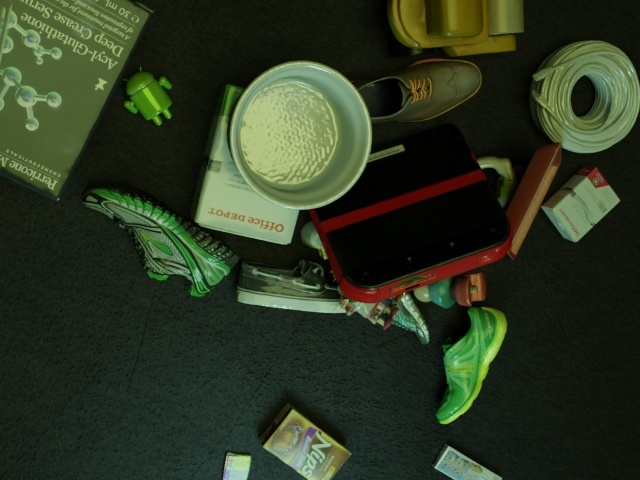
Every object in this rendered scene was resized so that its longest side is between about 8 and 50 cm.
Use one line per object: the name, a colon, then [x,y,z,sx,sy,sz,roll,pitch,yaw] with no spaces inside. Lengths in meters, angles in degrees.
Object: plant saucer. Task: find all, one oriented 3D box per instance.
plant saucer: [0.463,-0.089,1.929,0.047,0.258,0.259,27,92,16]

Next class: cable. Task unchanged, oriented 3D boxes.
cable: [0.609,-0.330,1.987,0.257,0.089,0.257,-35,107,-8]

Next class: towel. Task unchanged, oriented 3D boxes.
towel: [-0.190,0.521,1.949,0.060,0.009,0.083,8,98,-18]

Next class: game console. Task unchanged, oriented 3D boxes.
game console: [0.181,-0.063,1.823,0.386,0.060,0.342,-18,60,-9]

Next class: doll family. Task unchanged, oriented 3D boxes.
doll family: [0.113,0.069,1.860,0.163,0.118,0.263,36,66,-4]

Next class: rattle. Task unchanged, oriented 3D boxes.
rattle: [0.357,-0.136,1.982,0.199,0.143,0.130,-18,117,25]

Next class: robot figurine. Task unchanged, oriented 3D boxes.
robot figurine: [-0.346,-0.290,1.736,0.101,0.067,0.115,-34,107,5]

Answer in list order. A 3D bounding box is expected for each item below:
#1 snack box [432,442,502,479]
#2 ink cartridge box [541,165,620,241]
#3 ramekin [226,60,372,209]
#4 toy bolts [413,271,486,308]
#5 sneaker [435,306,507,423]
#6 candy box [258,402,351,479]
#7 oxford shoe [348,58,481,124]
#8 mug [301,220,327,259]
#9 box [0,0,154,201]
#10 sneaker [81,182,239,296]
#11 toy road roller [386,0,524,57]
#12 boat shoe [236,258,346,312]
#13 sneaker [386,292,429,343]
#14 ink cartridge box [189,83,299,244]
snack box: [0.360,0.565,2.104,0.178,0.022,0.064,34,90,-18]
ink cartridge box: [0.616,-0.087,2.043,0.150,0.063,0.109,-42,108,-5]
ramekin: [-0.051,-0.204,1.670,0.277,0.135,0.277,-3,99,-16]
toy bolts: [0.290,0.038,1.964,0.218,0.158,0.229,-3,91,-56]
sneaker: [0.333,0.287,2.021,0.123,0.109,0.296,24,94,5]
candy box: [-0.034,0.469,1.962,0.186,0.053,0.109,40,87,-19]
oxford shoe: [0.195,-0.311,1.849,0.363,0.132,0.130,-17,103,-13]
mug: [0.001,-0.004,1.884,0.078,0.064,0.062,41,86,-18]
box: [-0.536,-0.319,1.603,0.293,0.212,0.396,26,92,-19]
sneaker: [-0.338,-0.001,1.753,0.343,0.134,0.146,35,90,-19]
toy road roller: [0.298,-0.488,1.791,0.329,0.240,0.203,-8,102,-14]
boat shoe: [-0.031,0.093,1.876,0.301,0.108,0.102,6,99,-9]
sneaker: [0.191,0.175,1.979,0.076,0.065,0.167,-30,103,8]
ink cartridge box: [-0.138,-0.157,1.788,0.211,0.121,0.289,14,95,-18]
